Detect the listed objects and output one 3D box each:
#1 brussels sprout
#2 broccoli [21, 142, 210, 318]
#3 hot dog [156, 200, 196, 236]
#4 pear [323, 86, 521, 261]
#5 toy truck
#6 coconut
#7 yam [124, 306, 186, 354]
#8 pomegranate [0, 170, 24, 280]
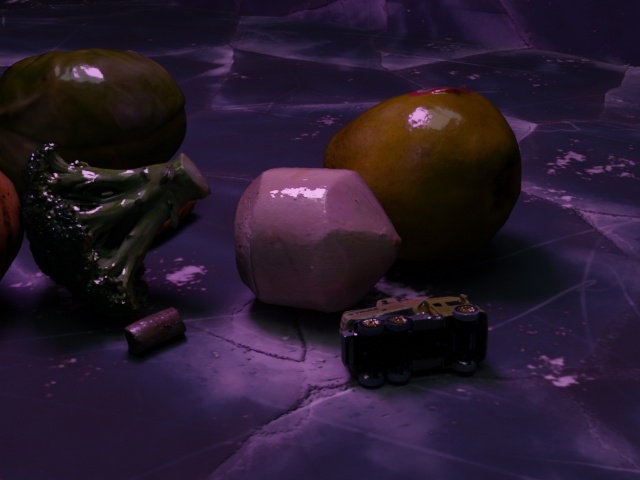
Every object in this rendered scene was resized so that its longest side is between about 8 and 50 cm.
[{"bbox_3d":[-0.430,-0.204,1.756,0.371,0.276,0.315,-1,26,38],"label":"brussels sprout"},{"bbox_3d":[-0.285,-0.027,1.413,0.269,0.269,0.254,7,-6,12],"label":"broccoli"},{"bbox_3d":[-0.302,-0.043,1.668,0.115,0.072,0.269,15,25,29],"label":"hot dog"},{"bbox_3d":[0.149,-0.105,1.596,0.375,0.287,0.287,4,20,41],"label":"pear"},{"bbox_3d":[0.113,0.121,1.302,0.191,0.085,0.116,-7,20,-14],"label":"toy truck"},{"bbox_3d":[0.000,0.000,1.425,0.234,0.224,0.224,2,23,8],"label":"coconut"},{"bbox_3d":[-0.220,0.119,1.338,0.043,0.043,0.094,22,32,39],"label":"yam"},{"bbox_3d":[-0.552,-0.021,1.369,0.281,0.281,0.281,1,24,0],"label":"pomegranate"}]
